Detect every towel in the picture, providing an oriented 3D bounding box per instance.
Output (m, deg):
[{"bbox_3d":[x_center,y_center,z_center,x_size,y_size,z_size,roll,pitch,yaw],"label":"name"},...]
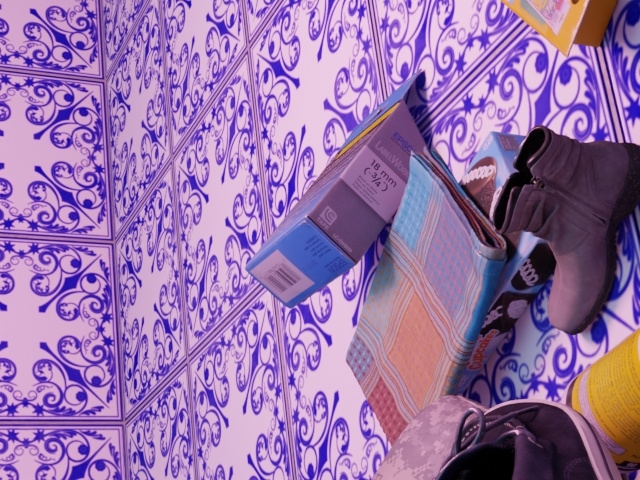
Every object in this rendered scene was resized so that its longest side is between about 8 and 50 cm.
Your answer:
[{"bbox_3d":[0.131,0.096,1.681,0.271,0.040,0.370,-119,40,-52],"label":"towel"}]

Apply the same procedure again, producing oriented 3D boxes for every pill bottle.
[{"bbox_3d":[0.344,0.144,1.259,0.208,0.119,0.119,127,140,-51],"label":"pill bottle"}]

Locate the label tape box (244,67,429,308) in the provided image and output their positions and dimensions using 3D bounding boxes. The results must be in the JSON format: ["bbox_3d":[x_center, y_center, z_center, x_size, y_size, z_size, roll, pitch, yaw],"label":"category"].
[{"bbox_3d":[0.054,-0.075,1.888,0.334,0.106,0.240,-52,8,-30],"label":"label tape box"}]

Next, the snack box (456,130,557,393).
[{"bbox_3d":[0.204,0.035,1.648,0.322,0.060,0.187,118,147,-42],"label":"snack box"}]

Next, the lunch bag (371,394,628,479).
[{"bbox_3d":[0.197,0.324,1.447,0.305,0.212,0.256,12,81,62],"label":"lunch bag"}]

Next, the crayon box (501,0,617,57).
[{"bbox_3d":[0.286,-0.370,1.505,0.323,0.083,0.203,-121,42,-52],"label":"crayon box"}]

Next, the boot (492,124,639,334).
[{"bbox_3d":[0.259,-0.012,1.415,0.083,0.161,0.247,-129,49,-57],"label":"boot"}]

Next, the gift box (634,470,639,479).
[{"bbox_3d":[0.379,0.294,1.000,0.276,0.255,0.258,-107,32,-53],"label":"gift box"}]

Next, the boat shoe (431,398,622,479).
[{"bbox_3d":[0.161,0.241,1.093,0.500,0.156,0.187,-100,28,-82],"label":"boat shoe"}]
